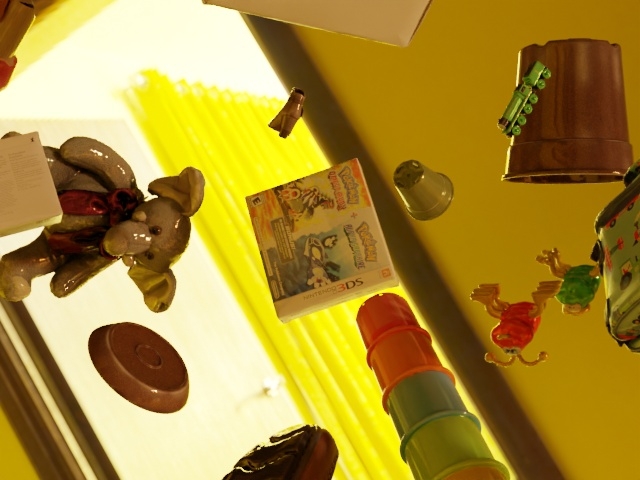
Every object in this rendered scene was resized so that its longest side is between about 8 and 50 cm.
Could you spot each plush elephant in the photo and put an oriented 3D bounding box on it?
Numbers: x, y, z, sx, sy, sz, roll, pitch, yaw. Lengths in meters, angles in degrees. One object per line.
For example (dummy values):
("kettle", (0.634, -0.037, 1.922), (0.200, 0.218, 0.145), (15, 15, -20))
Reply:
("plush elephant", (-0.325, -0.021, 1.552), (0.255, 0.272, 0.330), (18, 15, 31))

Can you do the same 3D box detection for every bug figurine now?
("bug figurine", (0.305, 0.063, 0.979), (0.278, 0.072, 0.216), (-3, 17, 31))

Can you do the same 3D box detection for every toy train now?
("toy train", (0.197, -0.137, 0.944), (0.083, 0.023, 0.017), (-60, 17, -11))

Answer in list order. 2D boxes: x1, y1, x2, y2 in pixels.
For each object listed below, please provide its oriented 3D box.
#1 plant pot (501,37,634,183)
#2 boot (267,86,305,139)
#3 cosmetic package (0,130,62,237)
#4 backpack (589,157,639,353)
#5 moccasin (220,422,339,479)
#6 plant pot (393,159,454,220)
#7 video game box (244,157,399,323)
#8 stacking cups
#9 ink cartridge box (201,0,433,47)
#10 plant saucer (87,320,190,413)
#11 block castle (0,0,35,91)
("plant pot", (0.308, -0.157, 1.204), (0.166, 0.165, 0.167), (0, 0, 0))
("boot", (-0.055, -0.227, 1.705), (0.087, 0.042, 0.118), (-67, 20, 12))
("cosmetic package", (-0.408, -0.038, 1.039), (0.239, 0.099, 0.060), (-16, -3, -19))
("backpack", (0.246, -0.020, 0.593), (0.158, 0.116, 0.173), (-50, 23, 46))
("moccasin", (-0.053, 0.334, 0.859), (0.139, 0.147, 0.380), (-29, 30, 35))
("plant pot", (0.149, -0.082, 1.472), (0.083, 0.083, 0.079), (-32, -36, 16))
("video game box", (0.000, 0.000, 1.457), (0.187, 0.205, 0.048), (-18, -20, 3))
("stacking cups", (0.101, 0.177, 0.957), (0.096, 0.316, 0.096), (-11, -51, -14))
("ink cartridge box", (-0.031, -0.430, 1.219), (0.279, 0.385, 0.160), (6, -49, -24))
("plant saucer", (-0.247, 0.171, 1.367), (0.029, 0.168, 0.168), (-49, -12, 19))
("block castle", (-0.662, -0.373, 1.365), (0.453, 0.303, 0.213), (3, -45, -49))
